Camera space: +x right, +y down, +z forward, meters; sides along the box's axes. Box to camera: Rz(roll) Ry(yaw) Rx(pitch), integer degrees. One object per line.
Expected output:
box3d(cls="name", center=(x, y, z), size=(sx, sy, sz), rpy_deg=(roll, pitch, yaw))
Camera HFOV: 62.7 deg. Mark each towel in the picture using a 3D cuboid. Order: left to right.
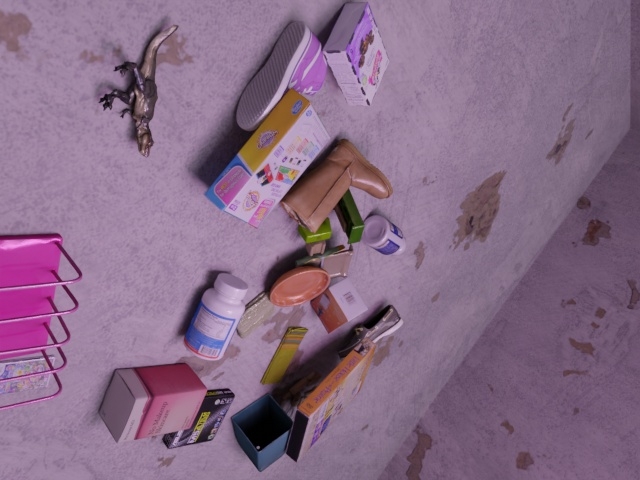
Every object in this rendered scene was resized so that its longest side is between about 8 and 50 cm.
box3d(cls="towel", center=(-0.205, 0.233, 1.640), size=(0.148, 0.027, 0.110), rpy_deg=(-38, 139, -21))
box3d(cls="towel", center=(-0.126, 0.412, 1.870), size=(0.102, 0.021, 0.237), rpy_deg=(14, 107, -50))

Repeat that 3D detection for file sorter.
box3d(cls="file sorter", center=(-0.600, 0.160, 1.022), size=(0.202, 0.182, 0.291), rpy_deg=(-3, 120, -46))

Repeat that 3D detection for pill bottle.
box3d(cls="pill bottle", center=(-0.283, 0.208, 1.455), size=(0.124, 0.124, 0.222), rpy_deg=(12, 108, -51))
box3d(cls="pill bottle", center=(0.229, -0.010, 1.856), size=(0.112, 0.112, 0.186), rpy_deg=(-57, 143, 3))

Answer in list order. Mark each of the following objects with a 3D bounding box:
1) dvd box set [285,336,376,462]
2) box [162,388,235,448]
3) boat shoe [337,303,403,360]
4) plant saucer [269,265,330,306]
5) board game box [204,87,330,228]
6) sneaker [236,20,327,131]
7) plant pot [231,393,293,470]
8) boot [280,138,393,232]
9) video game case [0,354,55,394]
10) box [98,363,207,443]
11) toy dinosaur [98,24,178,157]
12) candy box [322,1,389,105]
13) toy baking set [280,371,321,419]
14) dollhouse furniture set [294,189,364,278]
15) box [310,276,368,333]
box3d(cls="dvd box set", center=(0.042, 0.580, 1.934), size=(0.420, 0.062, 0.308), rpy_deg=(-37, 150, -42))
box3d(cls="box", center=(-0.387, 0.568, 1.686), size=(0.184, 0.045, 0.191), rpy_deg=(15, 106, -54))
box3d(cls="boat shoe", center=(0.190, 0.372, 2.127), size=(0.304, 0.109, 0.091), rpy_deg=(-32, 98, -10))
box3d(cls="plant saucer", center=(-0.067, 0.139, 1.637), size=(0.199, 0.037, 0.200), rpy_deg=(-18, 148, -12))
box3d(cls="board game box", center=(-0.118, -0.188, 1.292), size=(0.317, 0.064, 0.242), rpy_deg=(-50, 165, 1))
box3d(cls="sneaker", center=(-0.076, -0.359, 1.265), size=(0.282, 0.102, 0.161), rpy_deg=(-55, 146, 0))
box3d(cls="plant pot", center=(-0.207, 0.719, 1.912), size=(0.165, 0.165, 0.234), rpy_deg=(-27, 141, -32))
box3d(cls="boot", center=(0.050, -0.125, 1.509), size=(0.236, 0.089, 0.270), rpy_deg=(42, 71, -9))
box3d(cls="video game case", center=(-0.676, 0.306, 1.194), size=(0.122, 0.011, 0.087), rpy_deg=(4, 115, -48))
box3d(cls="box", center=(-0.456, 0.440, 1.443), size=(0.232, 0.126, 0.149), rpy_deg=(8, 112, -50))
box3d(cls="toy dinosaur", center=(-0.359, -0.299, 1.033), size=(0.118, 0.064, 0.268), rpy_deg=(-16, 130, -58))
box3d(cls="candy box", center=(0.096, -0.471, 1.343), size=(0.196, 0.070, 0.165), rpy_deg=(51, 55, -53))
box3d(cls="toy baking set", center=(-0.088, 0.628, 2.070), size=(0.256, 0.030, 0.197), rpy_deg=(-32, 138, -27))
box3d(cls="dollhouse furniture set", center=(0.000, 0.000, 1.655), size=(0.197, 0.151, 0.302), rpy_deg=(-12, 147, -17))
box3d(cls="box", center=(0.060, 0.222, 1.779), size=(0.091, 0.130, 0.170), rpy_deg=(-26, 168, -32))
